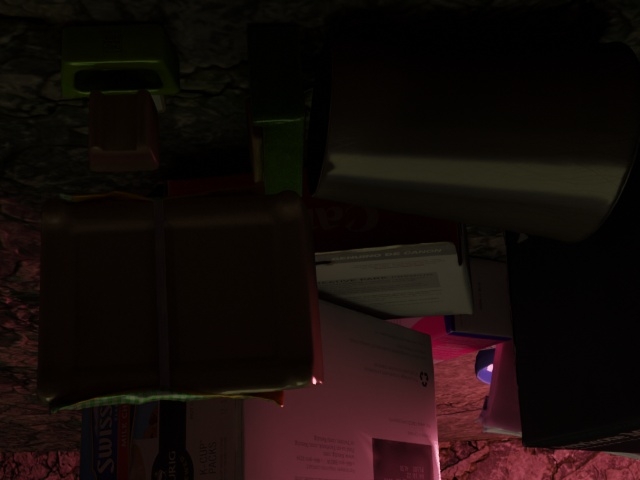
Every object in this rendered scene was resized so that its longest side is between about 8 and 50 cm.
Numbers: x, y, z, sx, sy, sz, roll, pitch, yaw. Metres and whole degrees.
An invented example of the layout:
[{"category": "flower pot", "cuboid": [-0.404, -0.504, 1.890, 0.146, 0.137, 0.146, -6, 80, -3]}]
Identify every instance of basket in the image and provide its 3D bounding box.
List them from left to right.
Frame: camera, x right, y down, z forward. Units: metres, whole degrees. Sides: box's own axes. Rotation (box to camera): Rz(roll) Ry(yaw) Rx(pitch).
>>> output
[{"category": "basket", "cuboid": [0.109, -0.087, 0.800, 0.227, 0.154, 0.204, 5, 158, -7]}]

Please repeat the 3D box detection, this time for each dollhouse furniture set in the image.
[{"category": "dollhouse furniture set", "cuboid": [-0.106, -0.003, 0.777, 0.198, 0.301, 0.151, -2, 158, -5]}]

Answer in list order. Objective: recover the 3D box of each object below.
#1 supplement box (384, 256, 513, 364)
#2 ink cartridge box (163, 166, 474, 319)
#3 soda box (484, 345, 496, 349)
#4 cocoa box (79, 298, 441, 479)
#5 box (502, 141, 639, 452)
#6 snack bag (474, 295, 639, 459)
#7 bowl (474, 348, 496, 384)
[{"category": "supplement box", "cuboid": [0.158, 0.106, 1.404, 0.114, 0.111, 0.220, 9, 159, -30]}, {"category": "ink cartridge box", "cuboid": [0.000, 0.000, 1.057, 0.310, 0.130, 0.272, -5, 161, 9]}, {"category": "soda box", "cuboid": [0.238, 0.145, 1.595, 0.183, 0.063, 0.058, -10, 159, 26]}, {"category": "cocoa box", "cuboid": [-0.057, 0.199, 1.072, 0.228, 0.231, 0.347, -15, 158, 36]}, {"category": "box", "cuboid": [0.523, 0.053, 1.018, 0.472, 0.297, 0.480, 9, 158, -22]}, {"category": "snack bag", "cuboid": [0.403, 0.179, 1.375, 0.343, 0.323, 0.037, 8, 123, 11]}, {"category": "bowl", "cuboid": [0.463, 0.189, 1.721, 0.391, 0.077, 0.391, -2, 161, -1]}]
